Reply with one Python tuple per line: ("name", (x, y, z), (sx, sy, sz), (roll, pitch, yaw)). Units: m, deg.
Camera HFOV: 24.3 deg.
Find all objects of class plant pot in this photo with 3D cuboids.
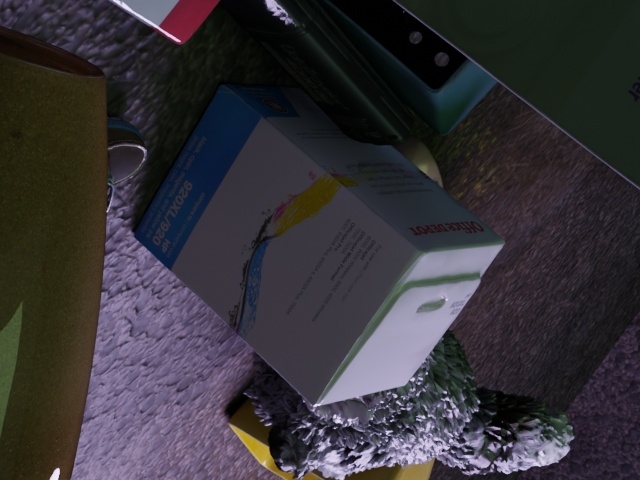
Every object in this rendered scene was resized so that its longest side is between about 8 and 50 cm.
("plant pot", (-0.226, -0.002, 0.910), (0.237, 0.237, 0.254), (1, 112, -62))
("plant pot", (0.099, -0.192, 1.252), (0.165, 0.166, 0.234), (-46, 165, -5))
("plant pot", (0.043, 0.218, 1.789), (0.187, 0.212, 0.212), (-57, 161, -14))

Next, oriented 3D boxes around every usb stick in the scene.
("usb stick", (-0.007, -0.150, 1.154), (0.278, 0.077, 0.045), (42, 67, -54))

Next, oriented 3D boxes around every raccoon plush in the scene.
("raccoon plush", (0.132, 0.121, 1.544), (0.446, 0.216, 0.299), (2, 163, -26))

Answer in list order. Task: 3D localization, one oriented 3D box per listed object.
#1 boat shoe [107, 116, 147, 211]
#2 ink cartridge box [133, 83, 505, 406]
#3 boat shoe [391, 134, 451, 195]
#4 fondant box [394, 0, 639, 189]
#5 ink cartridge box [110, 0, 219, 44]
("boat shoe", (-0.187, -0.040, 1.086), (0.183, 0.066, 0.066), (-22, 146, -48))
("ink cartridge box", (0.000, 0.000, 1.278), (0.168, 0.233, 0.171), (-57, 156, 20))
("boat shoe", (0.113, -0.004, 1.635), (0.110, 0.122, 0.341), (-45, 157, -6))
("fondant box", (0.151, -0.189, 0.736), (0.238, 0.330, 0.096), (-56, 159, 18))
("ink cartridge box", (-0.120, -0.215, 0.836), (0.127, 0.128, 0.176), (-51, 158, 6))
